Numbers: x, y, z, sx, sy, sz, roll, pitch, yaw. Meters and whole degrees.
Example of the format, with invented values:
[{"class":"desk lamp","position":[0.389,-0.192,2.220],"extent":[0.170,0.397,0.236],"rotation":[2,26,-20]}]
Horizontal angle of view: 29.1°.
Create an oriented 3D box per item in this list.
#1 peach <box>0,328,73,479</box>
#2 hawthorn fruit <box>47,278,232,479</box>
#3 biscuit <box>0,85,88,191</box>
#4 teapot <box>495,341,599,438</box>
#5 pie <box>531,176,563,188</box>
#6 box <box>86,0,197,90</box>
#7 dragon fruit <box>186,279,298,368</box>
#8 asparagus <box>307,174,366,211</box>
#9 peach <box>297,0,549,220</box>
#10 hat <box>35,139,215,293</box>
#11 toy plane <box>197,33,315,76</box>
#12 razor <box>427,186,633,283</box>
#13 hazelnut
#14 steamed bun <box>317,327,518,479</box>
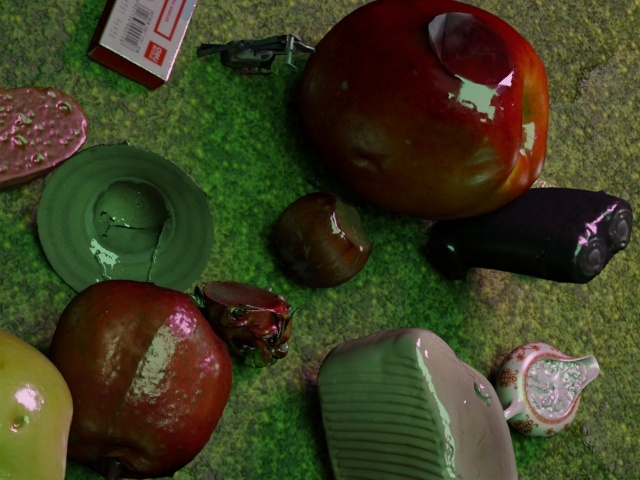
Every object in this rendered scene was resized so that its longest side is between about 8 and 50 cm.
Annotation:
[{"class":"peach","position":[-0.456,0.245,1.461],"extent":[0.316,0.314,0.281],"rotation":[-7,108,-24]},{"class":"hawthorn fruit","position":[-0.251,0.210,1.613],"extent":[0.254,0.254,0.300],"rotation":[32,50,-21]},{"class":"biscuit","position":[-0.478,-0.201,1.719],"extent":[0.262,0.052,0.277],"rotation":[-29,93,-38]},{"class":"teapot","position":[0.356,0.257,2.067],"extent":[0.245,0.116,0.159],"rotation":[-32,107,-37]},{"class":"pie","position":[0.388,-0.031,2.210],"extent":[0.187,0.041,0.186],"rotation":[10,71,-30]},{"class":"box","position":[-0.263,-0.355,1.897],"extent":[0.123,0.050,0.229],"rotation":[27,63,-25]},{"class":"dragon fruit","position":[-0.103,0.120,1.817],"extent":[0.138,0.142,0.175],"rotation":[-63,138,-65]},{"class":"asparagus","position":[0.027,-0.074,2.015],"extent":[0.114,0.015,0.014],"rotation":[32,28,-23]},{"class":"peach","position":[0.174,-0.220,1.926],"extent":[0.406,0.310,0.335],"rotation":[29,62,8]},{"class":"hat","position":[-0.270,-0.038,1.756],"extent":[0.252,0.252,0.110],"rotation":[42,16,-15]},{"class":"toy plane","position":[-0.091,-0.293,1.927],"extent":[0.078,0.197,0.053],"rotation":[19,77,-57]},{"class":"razor","position":[0.333,-0.011,2.000],"extent":[0.189,0.327,0.107],"rotation":[-42,117,-32]},{"class":"hazelnut","position":[0.000,0.000,1.911],"extent":[0.154,0.143,0.143],"rotation":[47,56,-30]},{"class":"steamed bun","position":[0.157,0.320,1.853],"extent":[0.236,0.247,0.383],"rotation":[-5,78,-53]}]
